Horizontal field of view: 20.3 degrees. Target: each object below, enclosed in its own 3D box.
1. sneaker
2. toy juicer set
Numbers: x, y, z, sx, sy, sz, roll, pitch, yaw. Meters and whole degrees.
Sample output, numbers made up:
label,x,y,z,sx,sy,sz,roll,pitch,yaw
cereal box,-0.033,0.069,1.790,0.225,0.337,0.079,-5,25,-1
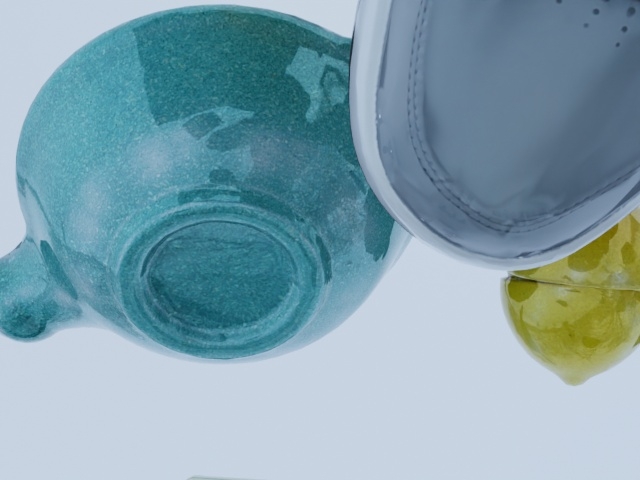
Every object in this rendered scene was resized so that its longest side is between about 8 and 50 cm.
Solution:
label,x,y,z,sx,sy,sz,roll,pitch,yaw
sneaker,0.111,-0.112,0.367,0.295,0.124,0.178,-59,-172,5
toy juicer set,0.000,0.000,0.590,0.329,0.209,0.089,-56,-158,33
